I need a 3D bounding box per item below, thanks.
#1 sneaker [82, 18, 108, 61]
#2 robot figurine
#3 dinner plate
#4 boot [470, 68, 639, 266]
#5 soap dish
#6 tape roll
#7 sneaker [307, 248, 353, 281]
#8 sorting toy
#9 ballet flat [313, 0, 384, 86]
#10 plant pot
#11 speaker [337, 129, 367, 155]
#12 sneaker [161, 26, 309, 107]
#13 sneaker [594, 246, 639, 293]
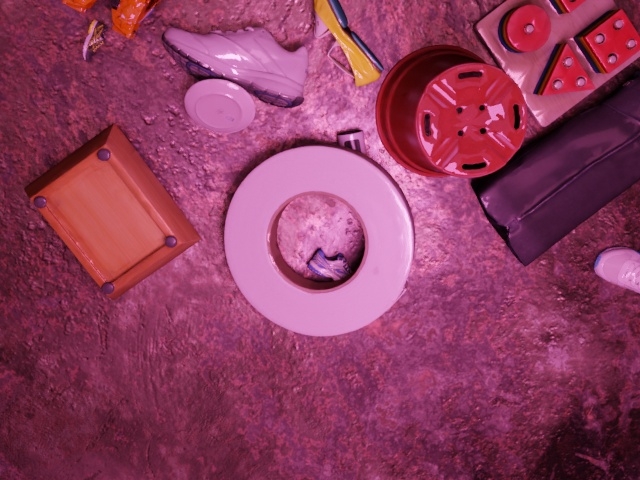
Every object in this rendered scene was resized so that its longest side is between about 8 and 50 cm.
[{"bbox_3d":[-0.439,-0.387,1.499,0.035,0.031,0.083,17,101,-8],"label":"sneaker"},{"bbox_3d":[-0.358,-0.544,1.443,0.211,0.085,0.291,28,100,-10],"label":"robot figurine"},{"bbox_3d":[-0.198,-0.258,1.509,0.141,0.017,0.141,3,144,2],"label":"dinner plate"},{"bbox_3d":[0.584,-0.087,1.575,0.445,0.146,0.367,-36,94,1],"label":"boot"},{"bbox_3d":[-0.416,-0.048,1.533,0.228,0.118,0.291,-34,104,4],"label":"soap dish"},{"bbox_3d":[0.000,0.000,1.551,0.391,0.072,0.392,2,101,9],"label":"tape roll"},{"bbox_3d":[0.043,0.061,1.623,0.135,0.052,0.058,24,96,-9],"label":"sneaker"},{"bbox_3d":[0.485,-0.401,1.529,0.255,0.089,0.257,-37,103,5],"label":"sorting toy"},{"bbox_3d":[0.035,-0.402,1.511,0.077,0.077,0.231,-31,105,20],"label":"ballet flat"},{"bbox_3d":[0.256,-0.235,1.461,0.272,0.265,0.273,-1,103,-4],"label":"plant pot"},{"bbox_3d":[0.071,-0.154,1.574,0.055,0.055,0.136,-10,104,-2],"label":"speaker"},{"bbox_3d":[-0.161,-0.360,1.502,0.297,0.111,0.129,18,84,-10],"label":"sneaker"},{"bbox_3d":[0.701,0.078,1.649,0.228,0.092,0.088,18,103,-6],"label":"sneaker"}]
